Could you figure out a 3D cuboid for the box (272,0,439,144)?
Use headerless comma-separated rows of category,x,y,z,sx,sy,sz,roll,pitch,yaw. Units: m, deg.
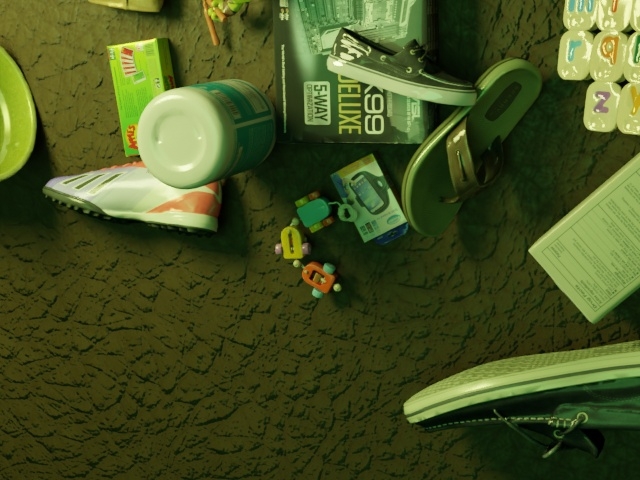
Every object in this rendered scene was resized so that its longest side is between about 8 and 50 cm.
box,0.053,-0.299,1.864,0.242,0.076,0.308,3,102,19

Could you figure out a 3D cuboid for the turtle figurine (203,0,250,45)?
turtle figurine,-0.120,-0.410,1.857,0.087,0.217,0.270,8,107,-11

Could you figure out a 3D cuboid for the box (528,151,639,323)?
box,0.460,-0.040,1.744,0.311,0.121,0.148,-42,85,23

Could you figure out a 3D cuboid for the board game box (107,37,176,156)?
board game box,-0.283,-0.233,2.023,0.092,0.043,0.181,-5,99,22

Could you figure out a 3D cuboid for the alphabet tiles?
alphabet tiles,0.445,-0.280,1.675,0.284,0.021,0.278,12,99,48

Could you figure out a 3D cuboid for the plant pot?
plant pot,-0.664,-0.194,2.077,0.253,0.276,0.276,-18,95,35

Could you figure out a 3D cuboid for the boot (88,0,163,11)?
boot,-0.249,-0.491,1.937,0.236,0.089,0.270,16,107,28

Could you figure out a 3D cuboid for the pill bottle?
pill bottle,-0.156,-0.166,1.870,0.146,0.264,0.146,4,102,20

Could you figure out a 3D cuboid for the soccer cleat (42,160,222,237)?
soccer cleat,-0.307,-0.084,2.045,0.318,0.108,0.117,10,84,20

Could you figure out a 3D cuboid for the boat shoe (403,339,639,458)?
boat shoe,0.365,0.242,1.811,0.499,0.187,0.156,-9,92,17

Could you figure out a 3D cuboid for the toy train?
toy train,0.000,0.000,1.969,0.125,0.046,0.166,25,112,13

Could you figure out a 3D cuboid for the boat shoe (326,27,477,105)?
boat shoe,0.120,-0.252,1.772,0.228,0.080,0.076,20,109,22

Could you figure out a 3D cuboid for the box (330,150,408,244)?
box,0.081,-0.061,1.933,0.081,0.028,0.136,-27,89,23

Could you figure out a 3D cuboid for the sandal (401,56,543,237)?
sandal,0.222,-0.129,1.806,0.303,0.120,0.086,-57,39,20
